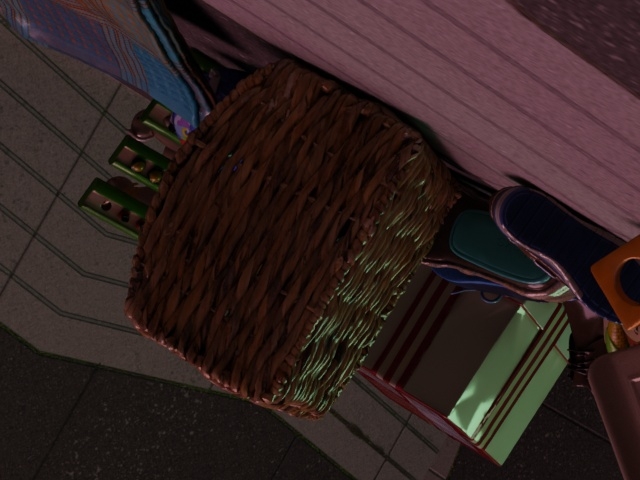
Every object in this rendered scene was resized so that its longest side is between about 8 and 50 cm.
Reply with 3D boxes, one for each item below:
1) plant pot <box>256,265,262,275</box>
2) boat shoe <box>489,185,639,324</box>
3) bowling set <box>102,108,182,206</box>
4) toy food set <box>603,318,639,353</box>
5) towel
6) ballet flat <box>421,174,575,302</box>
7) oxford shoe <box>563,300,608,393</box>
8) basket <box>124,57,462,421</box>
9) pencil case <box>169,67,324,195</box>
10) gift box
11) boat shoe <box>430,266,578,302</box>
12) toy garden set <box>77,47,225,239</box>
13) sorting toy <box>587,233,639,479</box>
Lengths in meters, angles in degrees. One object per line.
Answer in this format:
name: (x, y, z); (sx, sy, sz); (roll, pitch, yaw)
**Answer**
plant pot: (0.000, 0.000, 2.144); (0.254, 0.239, 0.254); (30, 179, 0)
boat shoe: (0.230, 0.007, 1.382); (0.183, 0.066, 0.066); (40, -179, -16)
bowling set: (-0.167, -0.161, 2.010); (0.154, 0.287, 0.200); (22, 130, 41)
toy food set: (0.360, 0.127, 1.644); (0.192, 0.038, 0.132); (41, 152, 45)
towel: (-0.245, -0.238, 1.434); (0.271, 0.040, 0.370); (28, 169, 16)
ballet flat: (0.149, -0.009, 1.585); (0.316, 0.108, 0.106); (30, -173, 37)
oxford shoe: (0.331, 0.127, 1.796); (0.227, 0.096, 0.083); (59, 156, -17)
basket: (-0.034, 0.000, 1.455); (0.213, 0.299, 0.223); (30, 179, 18)
pencil case: (-0.057, -0.096, 1.639); (0.306, 0.119, 0.133); (43, 159, 54)
gift box: (0.198, 0.119, 2.043); (0.255, 0.258, 0.276); (30, 170, 30)
boat shoe: (0.215, 0.036, 1.777); (0.089, 0.109, 0.258); (26, -177, -32)
toy garden set: (-0.148, -0.085, 1.878); (0.203, 0.244, 0.049); (30, -165, -29)
sorting toy: (0.330, 0.153, 1.207); (0.196, 0.348, 0.047); (-22, 176, 39)
